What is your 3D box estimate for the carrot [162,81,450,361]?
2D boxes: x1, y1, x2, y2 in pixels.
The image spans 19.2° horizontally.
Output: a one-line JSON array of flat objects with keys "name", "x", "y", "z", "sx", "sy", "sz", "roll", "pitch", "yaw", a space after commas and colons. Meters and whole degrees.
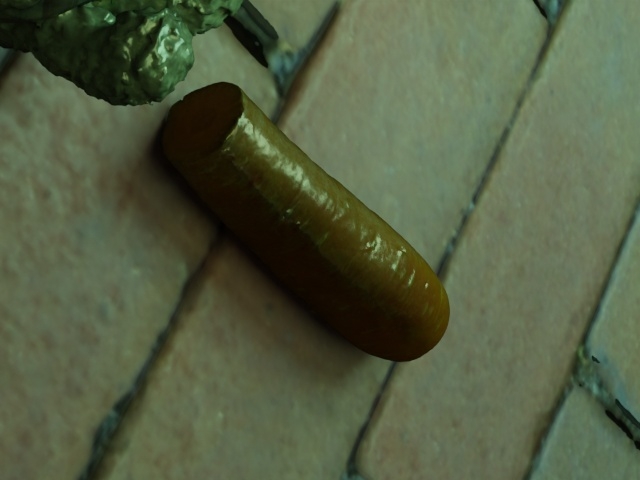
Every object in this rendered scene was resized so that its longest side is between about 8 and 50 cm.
[{"name": "carrot", "x": 0.000, "y": 0.000, "z": 1.051, "sx": 0.225, "sy": 0.067, "sz": 0.067, "roll": 43, "pitch": 62, "yaw": -37}]

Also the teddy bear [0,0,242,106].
[{"name": "teddy bear", "x": -0.140, "y": -0.152, "z": 0.882, "sx": 0.213, "sy": 0.111, "sz": 0.133, "roll": 49, "pitch": 33, "yaw": -8}]
